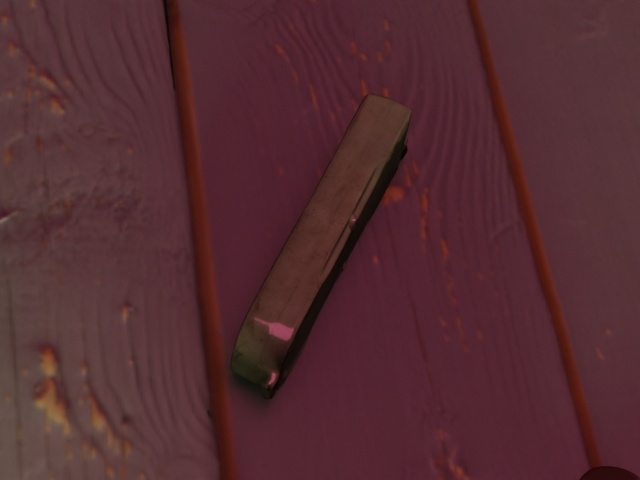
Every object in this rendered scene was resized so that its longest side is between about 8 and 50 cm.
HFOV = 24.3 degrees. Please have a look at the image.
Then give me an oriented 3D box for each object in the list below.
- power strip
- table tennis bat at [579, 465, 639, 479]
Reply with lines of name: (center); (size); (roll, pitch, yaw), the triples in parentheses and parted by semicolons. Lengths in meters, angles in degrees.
power strip: (0.002, 0.001, 1.145); (0.048, 0.080, 0.286); (21, 56, 8)
table tennis bat: (0.233, 0.194, 1.111); (0.083, 0.007, 0.050); (10, 54, -5)
